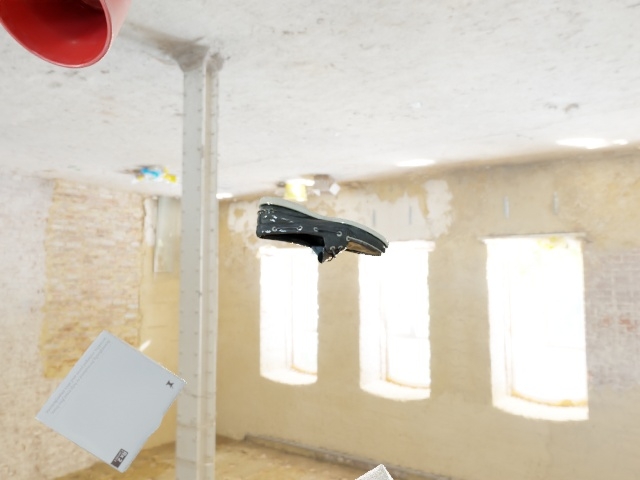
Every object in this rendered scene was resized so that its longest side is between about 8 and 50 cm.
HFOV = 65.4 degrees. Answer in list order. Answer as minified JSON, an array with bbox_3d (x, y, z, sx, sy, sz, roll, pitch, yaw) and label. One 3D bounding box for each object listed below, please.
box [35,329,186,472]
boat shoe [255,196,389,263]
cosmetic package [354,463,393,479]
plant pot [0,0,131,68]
[{"bbox_3d":[-0.379,0.289,0.919,0.181,0.181,0.119,38,157,-10],"label":"box"},{"bbox_3d":[0.001,-0.001,1.222,0.339,0.113,0.127,20,159,-11],"label":"boat shoe"},{"bbox_3d":[0.087,0.478,0.546,0.196,0.366,0.155,-26,174,-5],"label":"cosmetic package"},{"bbox_3d":[-0.564,-0.577,1.143,0.274,0.243,0.275,6,138,5],"label":"plant pot"}]
